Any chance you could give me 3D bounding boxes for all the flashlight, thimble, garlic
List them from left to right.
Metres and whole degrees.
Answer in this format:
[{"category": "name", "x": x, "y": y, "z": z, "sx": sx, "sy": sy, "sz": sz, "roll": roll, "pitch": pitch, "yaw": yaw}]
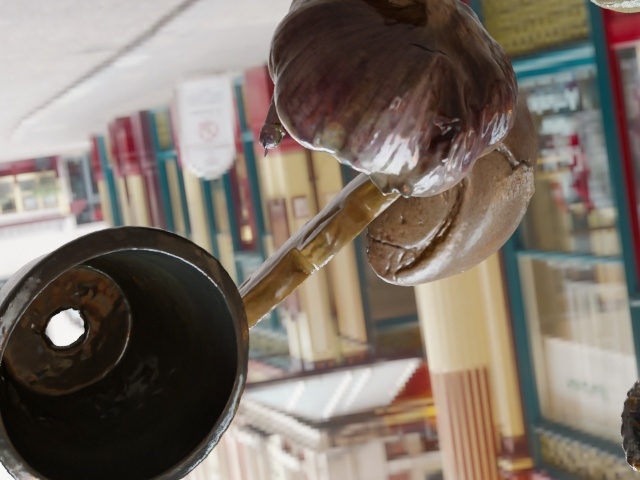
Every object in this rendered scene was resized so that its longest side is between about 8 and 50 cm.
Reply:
[{"category": "flashlight", "x": -0.054, "y": -0.160, "z": 1.687, "sx": 0.031, "sy": 0.110, "sz": 0.052, "roll": 15, "pitch": 162, "yaw": 6}, {"category": "garlic", "x": 0.076, "y": -0.156, "z": 1.164, "sx": 0.245, "sy": 0.245, "sz": 0.160, "roll": -12, "pitch": 145, "yaw": -44}, {"category": "thimble", "x": 0.539, "y": 0.291, "z": 2.021, "sx": 0.118, "sy": 0.151, "sz": 0.127, "roll": 14, "pitch": 142, "yaw": -13}]

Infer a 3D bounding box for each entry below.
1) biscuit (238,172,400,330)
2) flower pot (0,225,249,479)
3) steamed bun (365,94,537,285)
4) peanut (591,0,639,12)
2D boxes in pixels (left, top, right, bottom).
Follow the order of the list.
[{"category": "biscuit", "x": -0.002, "y": -0.002, "z": 1.555, "sx": 0.355, "sy": 0.052, "sz": 0.275, "roll": -41, "pitch": -179, "yaw": 15}, {"category": "flower pot", "x": -0.217, "y": 0.105, "z": 1.255, "sx": 0.269, "sy": 0.269, "sz": 0.166, "roll": -10, "pitch": -164, "yaw": -30}, {"category": "steamed bun", "x": 0.190, "y": -0.087, "z": 1.782, "sx": 0.199, "sy": 0.301, "sz": 0.251, "roll": 9, "pitch": -171, "yaw": 17}, {"category": "peanut", "x": 0.447, "y": -0.339, "z": 1.704, "sx": 0.214, "sy": 0.090, "sz": 0.098, "roll": 8, "pitch": 178, "yaw": 27}]
